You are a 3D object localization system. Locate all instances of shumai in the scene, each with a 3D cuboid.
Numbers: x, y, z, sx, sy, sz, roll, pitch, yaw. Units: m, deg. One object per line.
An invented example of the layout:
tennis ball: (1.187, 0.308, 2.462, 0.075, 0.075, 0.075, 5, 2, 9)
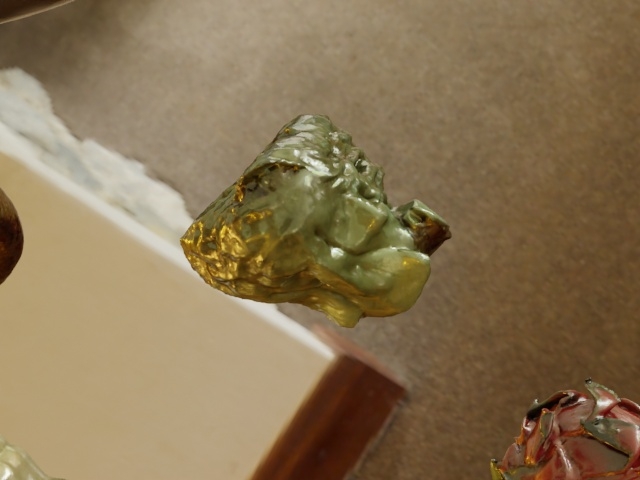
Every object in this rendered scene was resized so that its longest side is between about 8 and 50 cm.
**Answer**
shumai: (-0.001, -0.001, 1.298, 0.189, 0.218, 0.256, -53, 3, 24)

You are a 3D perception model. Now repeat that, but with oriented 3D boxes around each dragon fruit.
dragon fruit: (0.346, 0.288, 1.588, 0.293, 0.234, 0.234, -17, 50, 48)

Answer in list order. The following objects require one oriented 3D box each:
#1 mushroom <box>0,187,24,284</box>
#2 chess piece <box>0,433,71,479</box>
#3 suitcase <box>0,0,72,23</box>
mushroom: (-0.259, 0.042, 0.764, 0.148, 0.227, 0.217, -49, 49, 27)
chess piece: (-0.259, 0.320, 1.410, 0.137, 0.301, 0.137, -60, 6, 11)
suitcase: (-0.152, -0.235, 0.448, 0.339, 0.188, 0.345, -3, 68, 38)
